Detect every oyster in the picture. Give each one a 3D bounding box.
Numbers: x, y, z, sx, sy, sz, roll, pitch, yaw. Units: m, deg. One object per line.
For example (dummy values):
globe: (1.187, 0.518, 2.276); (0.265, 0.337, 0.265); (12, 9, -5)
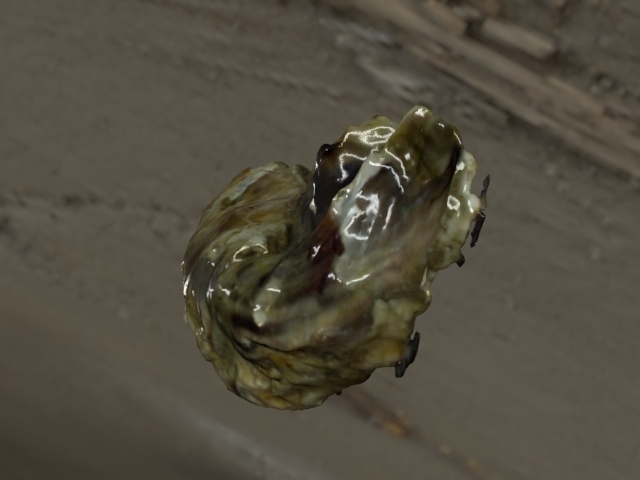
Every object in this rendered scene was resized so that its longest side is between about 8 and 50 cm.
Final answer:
oyster: (-0.002, -0.006, 0.917); (0.094, 0.166, 0.294); (22, 153, -16)
